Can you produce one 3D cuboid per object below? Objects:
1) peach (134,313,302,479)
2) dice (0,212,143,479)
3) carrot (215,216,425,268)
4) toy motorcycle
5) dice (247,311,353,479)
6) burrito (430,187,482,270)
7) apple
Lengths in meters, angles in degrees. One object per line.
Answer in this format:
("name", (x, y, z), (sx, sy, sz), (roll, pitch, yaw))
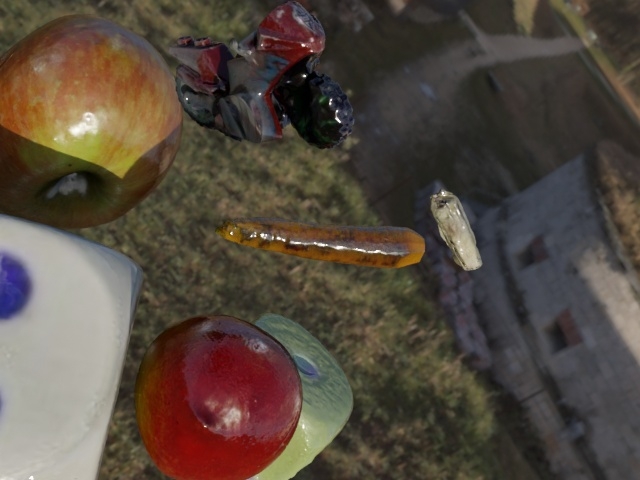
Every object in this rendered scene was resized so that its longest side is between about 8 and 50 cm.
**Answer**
("peach", (-0.107, 0.167, 1.040), (0.197, 0.197, 0.197), (42, 27, -28))
("dice", (-0.390, 0.143, 1.181), (0.304, 0.277, 0.304), (13, 73, -9))
("carrot", (0.000, 0.000, 1.479), (0.314, 0.066, 0.066), (6, 43, -14))
("toy motorcycle", (-0.061, -0.144, 0.854), (0.082, 0.213, 0.122), (-27, 119, -40))
("dice", (-0.108, 0.302, 1.814), (0.254, 0.250, 0.252), (45, 23, 0))
("burrito", (0.250, -0.020, 1.843), (0.045, 0.058, 0.188), (-101, 166, -58))
("apple", (-0.344, -0.170, 1.393), (0.277, 0.309, 0.250), (50, 20, -58))
